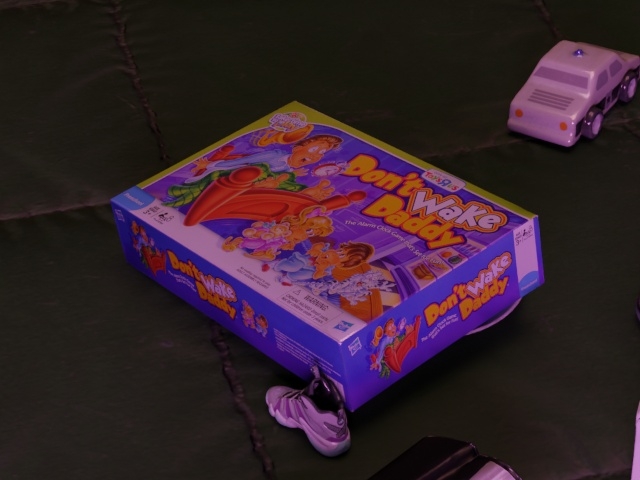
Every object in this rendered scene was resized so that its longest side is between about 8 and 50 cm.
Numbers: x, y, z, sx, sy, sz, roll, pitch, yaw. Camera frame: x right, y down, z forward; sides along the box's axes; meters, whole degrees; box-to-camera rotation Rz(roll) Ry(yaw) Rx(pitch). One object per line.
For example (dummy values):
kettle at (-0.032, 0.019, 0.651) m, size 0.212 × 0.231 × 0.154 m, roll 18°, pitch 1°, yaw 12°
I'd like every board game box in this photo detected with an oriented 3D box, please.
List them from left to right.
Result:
board game box at (0.000, 0.000, 1.510) m, size 0.233 × 0.078 × 0.347 m, roll -31°, pitch 39°, yaw -28°

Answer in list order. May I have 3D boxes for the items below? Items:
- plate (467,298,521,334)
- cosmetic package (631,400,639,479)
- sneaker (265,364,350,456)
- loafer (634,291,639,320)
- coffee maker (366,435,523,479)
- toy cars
plate at (0.099, 0.042, 1.533) m, size 0.188 × 0.024 × 0.188 m, roll -1°, pitch 35°, yaw 1°
cosmetic package at (0.359, 0.177, 1.245) m, size 0.231 × 0.117 × 0.085 m, roll 10°, pitch 37°, yaw 19°
sneaker at (-0.010, 0.130, 1.368) m, size 0.038 × 0.069 × 0.098 m, roll -29°, pitch 43°, yaw -34°
loafer at (0.388, 0.080, 1.409) m, size 0.096 × 0.084 × 0.267 m, roll -24°, pitch 40°, yaw -31°
coffee maker at (0.045, 0.221, 1.190) m, size 0.178 × 0.120 × 0.171 m, roll -28°, pitch 42°, yaw -34°
toy cars at (0.384, -0.202, 1.821) m, size 0.393 × 0.087 × 0.176 m, roll -10°, pitch 35°, yaw -12°
